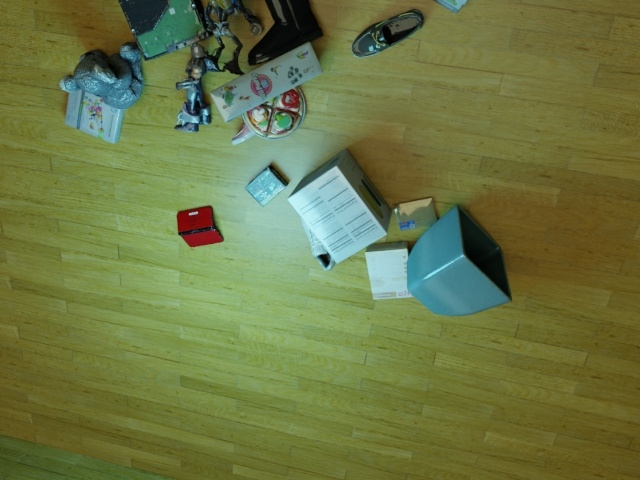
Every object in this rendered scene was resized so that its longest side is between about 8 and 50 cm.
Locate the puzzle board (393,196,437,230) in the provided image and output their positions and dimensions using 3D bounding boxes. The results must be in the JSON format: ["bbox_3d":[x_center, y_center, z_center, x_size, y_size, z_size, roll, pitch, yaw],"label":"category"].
[{"bbox_3d":[0.314,-0.087,1.866,0.128,0.011,0.096,-10,113,18],"label":"puzzle board"}]

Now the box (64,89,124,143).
[{"bbox_3d":[-0.772,-0.433,1.937,0.186,0.038,0.145,23,117,0],"label":"box"}]

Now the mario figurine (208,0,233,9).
[{"bbox_3d":[-0.208,-0.789,1.526,0.198,0.170,0.320,39,82,9],"label":"mario figurine"}]

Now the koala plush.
[{"bbox_3d":[-0.677,-0.507,1.763,0.196,0.221,0.203,-7,103,15],"label":"koala plush"}]

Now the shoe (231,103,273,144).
[{"bbox_3d":[-0.226,-0.382,1.825,0.178,0.063,0.081,-27,105,17],"label":"shoe"}]

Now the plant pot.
[{"bbox_3d":[0.409,0.093,1.782,0.252,0.247,0.247,-34,118,30],"label":"plant pot"}]

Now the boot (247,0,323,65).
[{"bbox_3d":[-0.135,-0.645,1.638,0.247,0.094,0.207,-26,110,-1],"label":"boot"}]

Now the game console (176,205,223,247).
[{"bbox_3d":[-0.435,-0.048,2.053,0.144,0.085,0.124,-10,81,16],"label":"game console"}]

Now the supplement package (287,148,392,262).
[{"bbox_3d":[0.068,-0.112,1.803,0.198,0.199,0.262,-32,104,23],"label":"supplement package"}]

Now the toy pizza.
[{"bbox_3d":[-0.146,-0.415,1.765,0.201,0.032,0.201,-2,102,-7],"label":"toy pizza"}]

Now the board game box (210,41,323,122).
[{"bbox_3d":[-0.159,-0.450,1.628,0.303,0.224,0.097,-27,105,-1],"label":"board game box"}]

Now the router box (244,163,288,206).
[{"bbox_3d":[-0.182,-0.185,1.917,0.122,0.038,0.092,-37,101,25],"label":"router box"}]

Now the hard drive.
[{"bbox_3d":[-0.495,-0.746,1.714,0.237,0.064,0.338,-14,110,19],"label":"hard drive"}]

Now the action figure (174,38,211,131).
[{"bbox_3d":[-0.393,-0.481,1.757,0.099,0.185,0.285,13,127,2],"label":"action figure"}]

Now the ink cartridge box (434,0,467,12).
[{"bbox_3d":[0.293,-0.766,1.463,0.310,0.272,0.130,31,87,-3],"label":"ink cartridge box"}]

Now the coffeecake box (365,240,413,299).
[{"bbox_3d":[0.239,0.103,1.939,0.142,0.068,0.185,-5,113,14],"label":"coffeecake box"}]

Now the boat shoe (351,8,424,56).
[{"bbox_3d":[0.187,-0.593,1.626,0.228,0.068,0.081,-22,108,21],"label":"boat shoe"}]

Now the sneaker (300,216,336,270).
[{"bbox_3d":[0.000,0.000,1.918,0.090,0.115,0.232,-23,108,21],"label":"sneaker"}]

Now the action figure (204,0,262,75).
[{"bbox_3d":[-0.270,-0.635,1.676,0.164,0.141,0.275,9,97,17],"label":"action figure"}]
